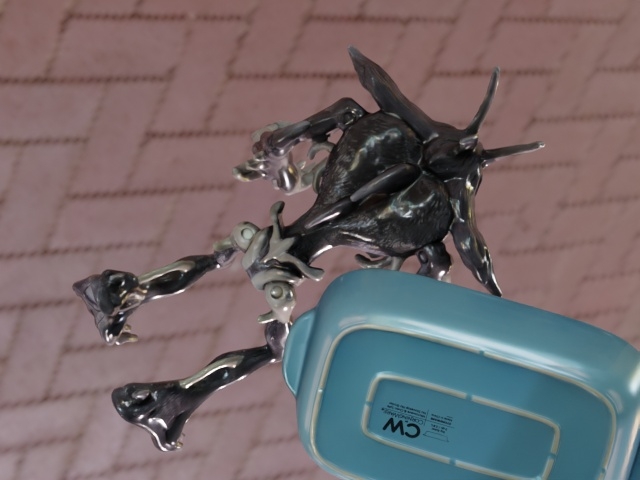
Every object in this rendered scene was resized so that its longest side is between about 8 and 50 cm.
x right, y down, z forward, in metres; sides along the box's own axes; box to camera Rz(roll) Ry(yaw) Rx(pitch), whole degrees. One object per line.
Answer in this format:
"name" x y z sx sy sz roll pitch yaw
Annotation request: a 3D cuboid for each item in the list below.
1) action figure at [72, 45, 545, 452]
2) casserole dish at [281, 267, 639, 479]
"action figure" 0.000 0.000 1.005 0.276 0.164 0.141 -30 174 9
"casserole dish" 0.069 0.083 0.847 0.037 0.188 0.114 -56 161 -66
